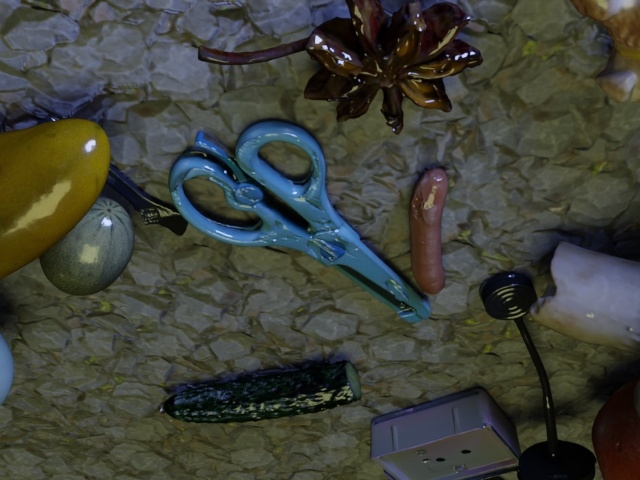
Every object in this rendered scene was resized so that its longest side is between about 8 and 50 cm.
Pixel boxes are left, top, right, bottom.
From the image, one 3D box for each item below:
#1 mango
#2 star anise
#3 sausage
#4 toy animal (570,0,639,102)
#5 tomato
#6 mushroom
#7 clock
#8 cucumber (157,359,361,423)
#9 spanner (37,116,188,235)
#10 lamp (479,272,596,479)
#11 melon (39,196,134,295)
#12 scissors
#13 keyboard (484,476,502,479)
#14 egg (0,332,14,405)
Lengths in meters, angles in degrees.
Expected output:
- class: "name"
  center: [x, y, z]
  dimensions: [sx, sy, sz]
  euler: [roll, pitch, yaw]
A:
- class: "mango"
  center: [-0.308, -0.048, 0.852]
  dimensions: [0.253, 0.139, 0.113]
  euler: [-31, 150, 25]
- class: "star anise"
  center: [0.034, -0.171, 0.752]
  dimensions: [0.233, 0.073, 0.177]
  euler: [14, 146, -38]
- class: "sausage"
  center: [0.123, -0.005, 0.959]
  dimensions: [0.043, 0.043, 0.186]
  euler: [-3, 136, 4]
- class: "toy animal"
  center: [0.255, -0.199, 0.737]
  dimensions: [0.183, 0.104, 0.185]
  euler: [20, 165, 29]
- class: "tomato"
  center: [0.480, 0.277, 1.135]
  dimensions: [0.208, 0.208, 0.184]
  euler: [19, 137, -18]
- class: "mushroom"
  center: [0.388, 0.071, 0.915]
  dimensions: [0.290, 0.292, 0.293]
  euler: [24, 140, 18]
- class: "clock"
  center: [0.186, 0.304, 1.264]
  dimensions: [0.192, 0.071, 0.147]
  euler: [-22, 132, 23]
- class: "cucumber"
  center: [-0.089, 0.222, 1.189]
  dimensions: [0.293, 0.068, 0.068]
  euler: [-12, 135, 14]
- class: "spanner"
  center: [-0.221, -0.066, 0.920]
  dimensions: [0.046, 0.012, 0.208]
  euler: [-28, 129, 26]
- class: "lamp"
  center: [0.294, 0.205, 1.105]
  dimensions: [0.130, 0.109, 0.371]
  euler: [-9, 129, 9]
- class: "melon"
  center: [-0.257, 0.005, 0.935]
  dimensions: [0.098, 0.098, 0.131]
  euler: [25, 127, -24]
- class: "scissors"
  center: [0.000, 0.000, 0.972]
  dimensions: [0.180, 0.032, 0.393]
  euler: [-30, 129, 29]
- class: "keyboard"
  center: [0.306, 0.457, 1.460]
  dimensions: [0.093, 0.025, 0.230]
  euler: [-31, 128, 26]
- class: "egg"
  center: [-0.548, 0.133, 0.978]
  dimensions: [0.370, 0.230, 0.230]
  euler: [17, 135, -22]
